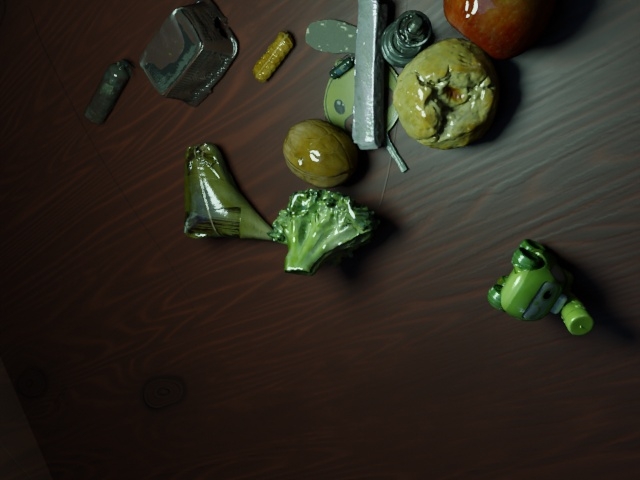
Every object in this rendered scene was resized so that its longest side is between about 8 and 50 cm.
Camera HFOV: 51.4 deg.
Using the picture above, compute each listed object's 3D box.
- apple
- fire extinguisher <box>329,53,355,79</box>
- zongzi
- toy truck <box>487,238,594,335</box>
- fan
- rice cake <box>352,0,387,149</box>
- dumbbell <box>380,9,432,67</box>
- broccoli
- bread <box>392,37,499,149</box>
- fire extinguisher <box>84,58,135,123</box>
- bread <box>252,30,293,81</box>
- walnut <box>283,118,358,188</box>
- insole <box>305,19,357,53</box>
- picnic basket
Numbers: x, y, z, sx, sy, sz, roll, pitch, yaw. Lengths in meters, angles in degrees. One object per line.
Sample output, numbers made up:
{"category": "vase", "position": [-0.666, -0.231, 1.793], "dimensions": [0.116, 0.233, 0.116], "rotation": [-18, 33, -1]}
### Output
{"category": "apple", "position": [0.363, -0.483, 1.314], "dimensions": [0.229, 0.230, 0.230], "rotation": [10, 108, 33]}
{"category": "fire extinguisher", "position": [0.058, -0.435, 1.650], "dimensions": [0.083, 0.025, 0.038], "rotation": [-29, 78, 37]}
{"category": "zongzi", "position": [-0.249, -0.139, 1.908], "dimensions": [0.299, 0.145, 0.274], "rotation": [5, 101, 17]}
{"category": "toy truck", "position": [0.476, 0.103, 1.428], "dimensions": [0.210, 0.187, 0.148], "rotation": [25, 114, 1]}
{"category": "fan", "position": [0.125, -0.315, 1.653], "dimensions": [0.229, 0.011, 0.335], "rotation": [-37, 81, 36]}
{"category": "rice cake", "position": [0.118, -0.397, 1.589], "dimensions": [0.072, 0.056, 0.365], "rotation": [14, 112, 40]}
{"category": "dumbbell", "position": [0.192, -0.445, 1.443], "dimensions": [0.110, 0.254, 0.110], "rotation": [0, 95, 0]}
{"category": "broccoli", "position": [0.000, 0.000, 1.677], "dimensions": [0.247, 0.246, 0.288], "rotation": [24, 159, -11]}
{"category": "bread", "position": [0.280, -0.304, 1.436], "dimensions": [0.244, 0.134, 0.245], "rotation": [-2, 116, -4]}
{"category": "fire extinguisher", "position": [-0.668, -0.481, 2.126], "dimensions": [0.268, 0.072, 0.089], "rotation": [-46, 69, 34]}
{"category": "bread", "position": [-0.126, -0.486, 1.763], "dimensions": [0.157, 0.044, 0.052], "rotation": [-45, 73, 34]}
{"category": "walnut", "position": [-0.003, -0.219, 1.679], "dimensions": [0.207, 0.167, 0.167], "rotation": [33, 119, 24]}
{"category": "insole", "position": [0.064, -0.498, 1.646], "dimensions": [0.247, 0.011, 0.081], "rotation": [21, 111, 31]}
{"category": "picnic basket", "position": [-0.385, -0.523, 1.882], "dimensions": [0.297, 0.129, 0.223], "rotation": [-38, 81, 37]}
